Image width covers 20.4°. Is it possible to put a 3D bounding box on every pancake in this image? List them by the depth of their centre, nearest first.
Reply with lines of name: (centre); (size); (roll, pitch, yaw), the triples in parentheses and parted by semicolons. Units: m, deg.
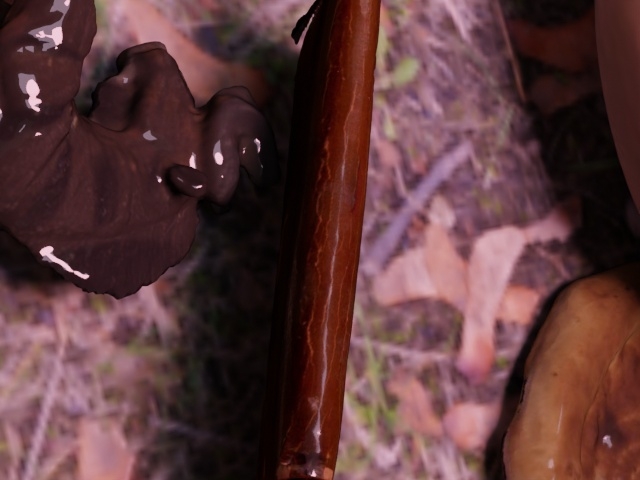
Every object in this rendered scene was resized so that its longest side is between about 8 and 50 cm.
pancake: (0.157, 0.117, 0.679); (0.235, 0.029, 0.212); (50, 54, -10)

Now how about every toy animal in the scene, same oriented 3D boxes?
toy animal: (-0.112, -0.054, 0.510); (0.233, 0.084, 0.148); (-1, 78, -38)

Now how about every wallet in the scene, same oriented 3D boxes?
wallet: (0.000, 0.000, 0.566); (0.026, 0.095, 0.176); (7, 69, -7)

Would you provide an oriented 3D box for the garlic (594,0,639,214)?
garlic: (0.245, -0.066, 0.660); (0.340, 0.231, 0.246); (52, 42, -8)
